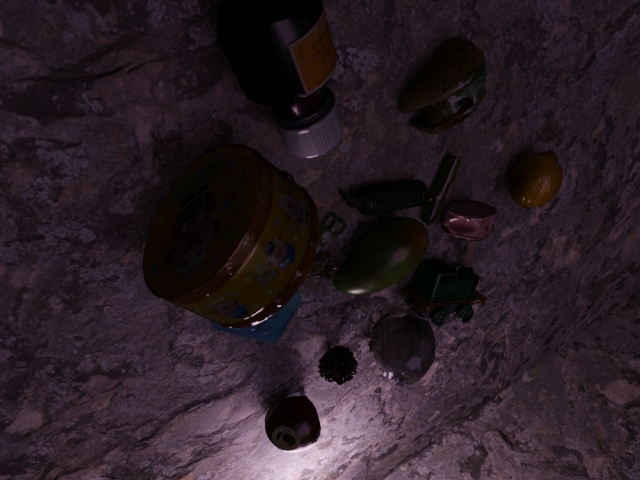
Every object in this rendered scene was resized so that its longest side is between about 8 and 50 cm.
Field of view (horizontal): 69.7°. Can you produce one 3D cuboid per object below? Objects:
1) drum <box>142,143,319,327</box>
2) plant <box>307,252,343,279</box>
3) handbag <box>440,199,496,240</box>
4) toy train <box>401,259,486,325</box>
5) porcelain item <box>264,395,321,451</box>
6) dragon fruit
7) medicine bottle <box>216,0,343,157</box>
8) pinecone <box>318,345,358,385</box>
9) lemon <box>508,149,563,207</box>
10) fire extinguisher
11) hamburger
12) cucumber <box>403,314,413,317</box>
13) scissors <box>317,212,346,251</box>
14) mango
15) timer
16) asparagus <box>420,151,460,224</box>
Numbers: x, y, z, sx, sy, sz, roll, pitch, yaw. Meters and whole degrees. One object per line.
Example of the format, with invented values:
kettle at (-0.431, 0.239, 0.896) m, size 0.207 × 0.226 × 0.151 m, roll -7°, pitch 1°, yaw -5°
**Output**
drum at (-0.221, -0.013, 1.133) m, size 0.431 × 0.431 × 0.214 m, roll -48°, pitch 133°, yaw 8°
plant at (0.019, 0.109, 1.585) m, size 0.116 × 0.122 × 0.104 m, roll -37°, pitch 146°, yaw -13°
handbag at (0.561, -0.078, 1.748) m, size 0.205 × 0.179 × 0.116 m, roll -11°, pitch 120°, yaw -28°
toy train at (0.531, 0.206, 1.953) m, size 0.429 × 0.178 × 0.249 m, roll -2°, pitch 112°, yaw -31°
porcelain item at (-0.106, 0.758, 1.954) m, size 0.253 × 0.253 × 0.253 m, roll -17°, pitch 130°, yaw -21°
dragon fruit at (0.372, 0.466, 1.949) m, size 0.283 × 0.221 × 0.204 m, roll 21°, pitch 132°, yaw -18°
medicine bottle at (-0.075, -0.379, 1.085) m, size 0.242 × 0.242 × 0.395 m, roll -31°, pitch 145°, yaw -9°
pinecone at (0.067, 0.512, 1.882) m, size 0.174 × 0.173 × 0.173 m, roll -17°, pitch 130°, yaw -21°
lemon at (0.838, -0.235, 1.795) m, size 0.188 × 0.188 × 0.256 m, roll -10°, pitch 130°, yaw -26°
fire extinguisher at (0.210, -0.147, 1.532) m, size 0.311 × 0.095 × 0.114 m, roll -13°, pitch 84°, yaw -26°
hamburger at (0.381, -0.448, 1.356) m, size 0.288 × 0.192 × 0.168 m, roll -48°, pitch 124°, yaw 7°
cucumber at (0.414, 0.425, 2.104) m, size 0.072 × 0.072 × 0.300 m, roll -29°, pitch 131°, yaw -11°
scissors at (0.000, 0.000, 1.550) m, size 0.204 × 0.027 × 0.101 m, roll -49°, pitch 133°, yaw 6°
mango at (0.209, 0.062, 1.616) m, size 0.382 × 0.201 × 0.225 m, roll -36°, pitch 158°, yaw 9°
timer at (-0.218, 0.225, 1.541) m, size 0.250 × 0.091 × 0.232 m, roll 14°, pitch 115°, yaw -35°
asparagus at (0.434, -0.185, 1.668) m, size 0.067 × 0.060 × 0.277 m, roll 12°, pitch 117°, yaw -16°
